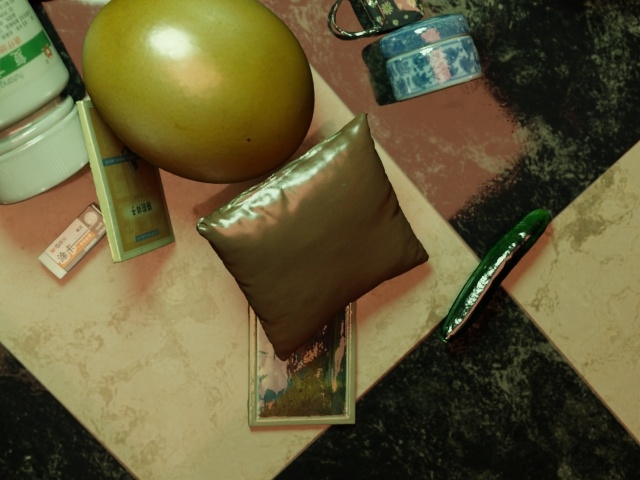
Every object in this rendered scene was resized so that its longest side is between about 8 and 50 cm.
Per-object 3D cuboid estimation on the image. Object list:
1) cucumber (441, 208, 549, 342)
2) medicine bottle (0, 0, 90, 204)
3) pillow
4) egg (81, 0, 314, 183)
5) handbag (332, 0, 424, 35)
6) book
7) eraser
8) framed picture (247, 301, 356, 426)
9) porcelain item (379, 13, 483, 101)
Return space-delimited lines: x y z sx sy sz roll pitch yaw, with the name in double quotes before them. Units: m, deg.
"cucumber" 0.288 0.056 1.641 0.056 0.056 0.284 40 86 -10
"medicine bottle" -0.476 -0.235 1.396 0.208 0.208 0.339 -28 114 -5
"pillow" 0.000 0.000 1.517 0.308 0.108 0.305 -35 126 -9
"egg" -0.173 -0.230 1.423 0.351 0.282 0.282 20 92 -25
"handbag" 0.084 -0.374 1.560 0.139 0.072 0.115 -30 100 0
"book" -0.292 -0.099 1.490 0.018 0.170 0.241 -9 98 23
"eraser" -0.385 0.000 1.549 0.122 0.029 0.052 -45 99 -3
"framed picture" -0.030 0.185 1.624 0.184 0.016 0.249 1 95 -9
"porcelain item" 0.173 -0.290 1.542 0.147 0.147 0.114 -19 96 -6
